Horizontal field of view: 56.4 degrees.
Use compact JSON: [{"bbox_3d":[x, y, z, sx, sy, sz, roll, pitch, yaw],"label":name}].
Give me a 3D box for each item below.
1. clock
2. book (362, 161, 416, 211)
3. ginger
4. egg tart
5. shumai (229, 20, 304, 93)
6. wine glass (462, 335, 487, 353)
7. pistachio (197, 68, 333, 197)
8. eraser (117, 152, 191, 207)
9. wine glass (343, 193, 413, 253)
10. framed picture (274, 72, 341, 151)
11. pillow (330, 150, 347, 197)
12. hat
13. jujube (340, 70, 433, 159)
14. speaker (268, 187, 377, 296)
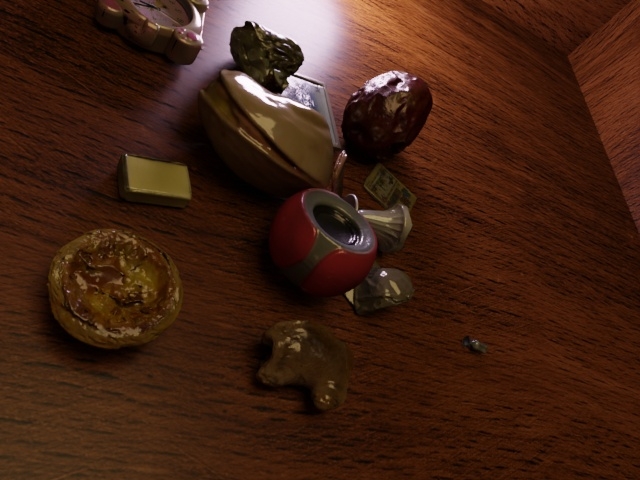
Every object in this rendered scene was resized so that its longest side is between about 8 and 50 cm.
[{"bbox_3d":[-0.500,-0.684,1.787,0.310,0.114,0.283,18,52,-26],"label":"clock"},{"bbox_3d":[0.242,-0.167,2.070,0.192,0.013,0.168,42,43,-7],"label":"book"},{"bbox_3d":[-0.028,0.305,1.444,0.276,0.130,0.221,-2,71,-33],"label":"ginger"},{"bbox_3d":[-0.439,0.107,1.271,0.291,0.115,0.290,20,48,-24],"label":"egg tart"},{"bbox_3d":[-0.184,-0.568,1.934,0.256,0.189,0.218,11,76,-34],"label":"shumai"},{"bbox_3d":[0.492,0.333,1.889,0.083,0.042,0.038,27,76,-23],"label":"wine glass"},{"bbox_3d":[-0.144,-0.294,1.667,0.446,0.281,0.365,38,12,-27],"label":"pistachio"},{"bbox_3d":[-0.420,-0.149,1.506,0.172,0.058,0.117,6,57,-35],"label":"eraser"},{"bbox_3d":[0.158,-0.057,1.826,0.197,0.165,0.164,16,51,-22],"label":"wine glass"},{"bbox_3d":[-0.054,-0.453,2.033,0.232,0.024,0.314,10,54,-32],"label":"framed picture"},{"bbox_3d":[0.047,-0.160,1.786,0.034,0.211,0.135,17,47,9],"label":"pillow"},{"bbox_3d":[0.152,0.091,1.736,0.214,0.149,0.244,-36,96,-47],"label":"hat"},{"bbox_3d":[0.239,-0.441,2.088,0.276,0.276,0.377,45,42,-3],"label":"jujube"},{"bbox_3d":[0.000,0.000,1.578,0.294,0.294,0.294,20,50,-26],"label":"speaker"}]
